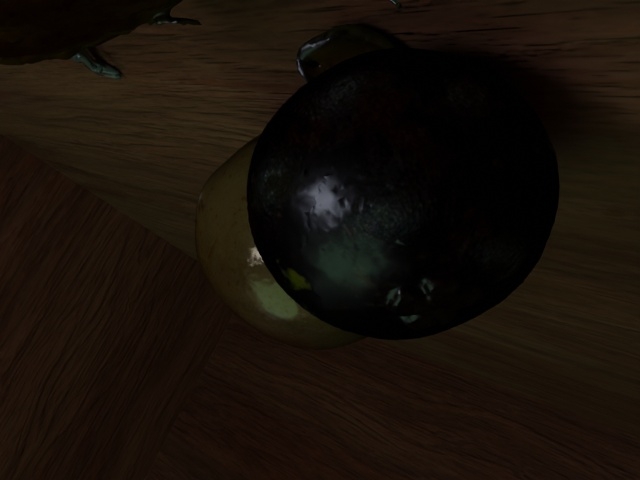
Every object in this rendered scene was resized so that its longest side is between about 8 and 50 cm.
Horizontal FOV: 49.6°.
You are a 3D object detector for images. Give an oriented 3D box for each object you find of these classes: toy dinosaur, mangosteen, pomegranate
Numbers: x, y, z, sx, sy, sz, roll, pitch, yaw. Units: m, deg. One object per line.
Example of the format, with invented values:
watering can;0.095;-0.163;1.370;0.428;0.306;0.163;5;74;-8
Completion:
toy dinosaur;-0.436;-0.314;1.048;0.242;0.053;0.167;18;173;3
mangosteen;0.068;-0.052;0.637;0.288;0.288;0.288;26;167;6
pomegranate;0.000;0.000;0.898;0.319;0.319;0.319;26;167;6

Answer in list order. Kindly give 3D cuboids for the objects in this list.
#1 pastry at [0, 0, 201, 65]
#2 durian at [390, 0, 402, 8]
pastry;-0.241;-0.228;0.506;0.329;0.329;0.136;140;111;-76
durian;-0.018;-0.243;0.407;0.220;0.137;0.095;37;130;-18
